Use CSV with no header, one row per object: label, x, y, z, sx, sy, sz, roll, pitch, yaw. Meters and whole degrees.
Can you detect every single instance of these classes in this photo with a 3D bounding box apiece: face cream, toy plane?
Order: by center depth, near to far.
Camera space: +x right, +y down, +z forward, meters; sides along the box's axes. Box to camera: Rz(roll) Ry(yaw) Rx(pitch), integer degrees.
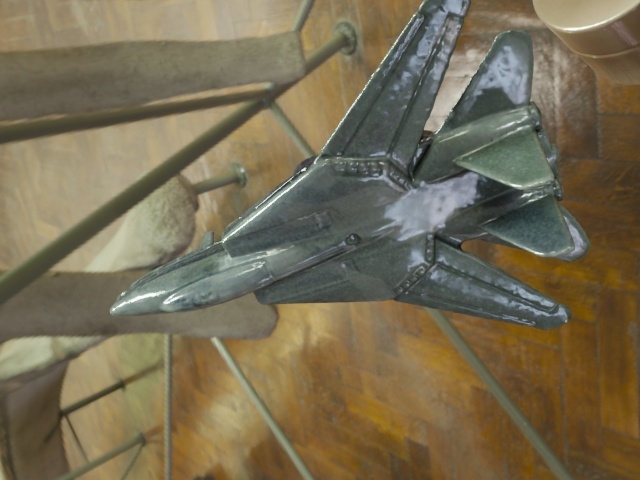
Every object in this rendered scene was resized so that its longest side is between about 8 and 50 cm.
toy plane,0.001,-0.007,0.416,0.268,0.088,0.212,-15,125,21
face cream,0.283,-0.229,0.671,0.149,0.104,0.149,-28,49,39
